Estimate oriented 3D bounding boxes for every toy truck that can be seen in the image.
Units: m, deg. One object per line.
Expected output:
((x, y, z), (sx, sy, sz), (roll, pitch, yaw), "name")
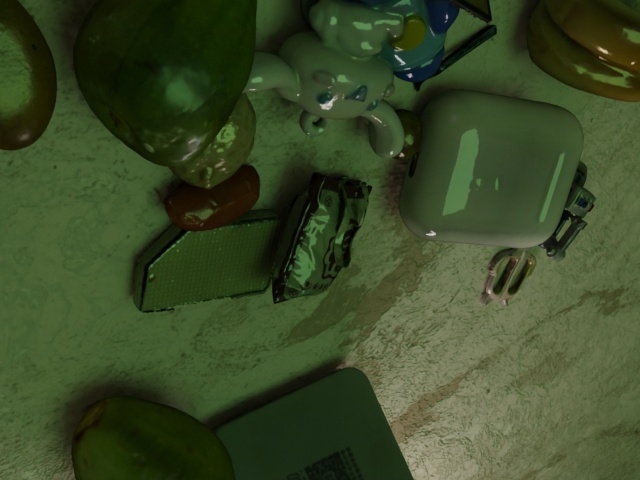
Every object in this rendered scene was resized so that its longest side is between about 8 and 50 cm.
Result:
((0.477, -0.082, 1.796), (0.161, 0.177, 0.213), (19, 106, -44), "toy truck")

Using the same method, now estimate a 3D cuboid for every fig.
((-0.188, -0.257, 1.127), (0.233, 0.233, 0.314), (64, 34, -44), "fig")
((-0.288, 0.399, 1.451), (0.258, 0.258, 0.326), (-39, 123, -11), "fig")

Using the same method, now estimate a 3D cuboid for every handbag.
((0.000, 0.000, 1.488), (0.235, 0.127, 0.213), (-65, 160, 9), "handbag")

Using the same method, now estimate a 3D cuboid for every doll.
((0.078, -0.306, 1.282), (0.365, 0.187, 0.376), (-56, 158, 17), "doll")

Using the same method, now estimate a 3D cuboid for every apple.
((0.141, -0.186, 1.514), (0.075, 0.089, 0.089), (6, 124, 7), "apple")

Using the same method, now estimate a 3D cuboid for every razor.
((0.245, -0.333, 1.537), (0.190, 0.033, 0.066), (-34, 135, -18), "razor")

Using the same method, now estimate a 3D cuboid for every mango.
((-0.397, -0.217, 1.048), (0.136, 0.099, 0.227), (-21, 122, -19), "mango")

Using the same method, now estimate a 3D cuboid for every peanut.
((-0.165, -0.154, 1.264), (0.141, 0.109, 0.159), (2, 111, -6), "peanut")

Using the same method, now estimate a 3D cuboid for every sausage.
((-0.162, -0.066, 1.349), (0.179, 0.089, 0.089), (-26, 133, -36), "sausage")

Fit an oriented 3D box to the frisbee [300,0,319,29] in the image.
((0.017, -0.374, 1.333), (0.110, 0.014, 0.110), (-21, 129, -27), "frisbee")

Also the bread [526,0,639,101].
((0.576, -0.422, 1.640), (0.424, 0.328, 0.245), (-8, 164, -36), "bread")

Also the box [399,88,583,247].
((0.322, -0.129, 1.621), (0.349, 0.141, 0.288), (4, 108, -26), "box")

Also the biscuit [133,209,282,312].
((-0.186, 0.032, 1.419), (0.252, 0.052, 0.150), (-9, 120, -37), "biscuit")

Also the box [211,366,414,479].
((-0.009, 0.475, 1.690), (0.373, 0.367, 0.090), (-20, 172, -27), "box")

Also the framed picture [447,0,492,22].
((0.140, -0.489, 1.190), (0.255, 0.014, 0.338), (13, 65, -43), "framed picture")

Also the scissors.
((0.464, 0.012, 1.960), (0.160, 0.024, 0.317), (6, 114, -42), "scissors")
